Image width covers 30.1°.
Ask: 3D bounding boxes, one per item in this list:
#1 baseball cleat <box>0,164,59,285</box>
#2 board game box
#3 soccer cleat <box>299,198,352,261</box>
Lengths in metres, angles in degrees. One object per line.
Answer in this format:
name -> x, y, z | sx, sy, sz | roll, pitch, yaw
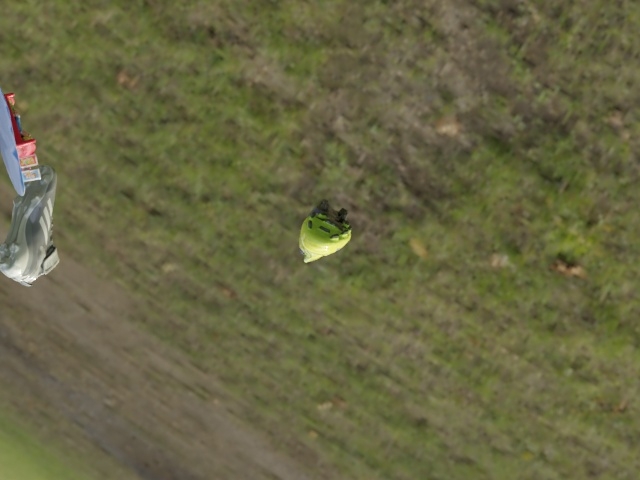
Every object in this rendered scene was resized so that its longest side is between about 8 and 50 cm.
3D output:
baseball cleat -> -0.483, -0.023, 2.030 | 0.072, 0.205, 0.109 | 5, 157, 36
board game box -> -0.405, -0.145, 1.583 | 0.133, 0.033, 0.168 | 41, 141, 55
soccer cleat -> 0.001, 0.000, 2.323 | 0.093, 0.121, 0.289 | 26, -168, -1
